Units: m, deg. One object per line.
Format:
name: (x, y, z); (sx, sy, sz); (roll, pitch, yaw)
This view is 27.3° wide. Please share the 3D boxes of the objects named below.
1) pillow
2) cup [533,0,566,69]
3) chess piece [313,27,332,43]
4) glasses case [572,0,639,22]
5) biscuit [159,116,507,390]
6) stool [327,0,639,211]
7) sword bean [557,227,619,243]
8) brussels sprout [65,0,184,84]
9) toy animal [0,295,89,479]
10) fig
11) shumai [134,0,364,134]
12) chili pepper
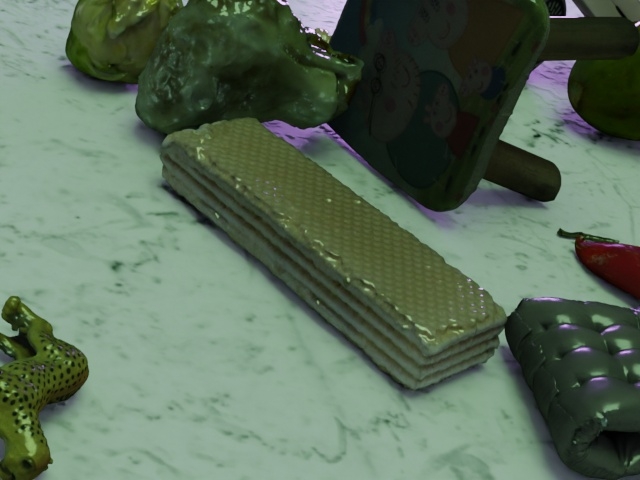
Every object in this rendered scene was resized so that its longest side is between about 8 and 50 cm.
pillow: (0.365, 0.157, 1.339); (0.326, 0.101, 0.228); (11, 28, -16)
cup: (0.263, -0.340, 2.052); (0.177, 0.169, 0.223); (31, 63, 28)
chess piece: (-0.009, -0.281, 1.892); (0.172, 0.060, 0.060); (14, 30, -12)
glasses case: (0.476, -0.356, 2.107); (0.313, 0.070, 0.131); (40, 13, -39)
biscuit: (0.000, 0.000, 1.410); (0.144, 0.078, 0.426); (-15, 43, -43)
stool: (0.187, -0.225, 1.670); (0.226, 0.310, 0.310); (-3, 37, -44)
sword bean: (0.339, -0.004, 1.669); (0.083, 0.012, 0.012); (10, 31, -13)
brussels sprout: (-0.252, -0.275, 1.663); (0.122, 0.149, 0.152); (22, 10, 40)
toy animal: (-0.245, 0.119, 1.105); (0.136, 0.073, 0.181); (33, 20, 9)
fig: (0.462, -0.236, 1.953); (0.191, 0.181, 0.181); (-16, 40, -12)
shumai: (-0.080, -0.202, 1.587); (0.222, 0.225, 0.260); (40, 55, 5)
chili pepper: (0.486, 0.066, 1.563); (0.369, 0.091, 0.137); (22, 19, 1)
